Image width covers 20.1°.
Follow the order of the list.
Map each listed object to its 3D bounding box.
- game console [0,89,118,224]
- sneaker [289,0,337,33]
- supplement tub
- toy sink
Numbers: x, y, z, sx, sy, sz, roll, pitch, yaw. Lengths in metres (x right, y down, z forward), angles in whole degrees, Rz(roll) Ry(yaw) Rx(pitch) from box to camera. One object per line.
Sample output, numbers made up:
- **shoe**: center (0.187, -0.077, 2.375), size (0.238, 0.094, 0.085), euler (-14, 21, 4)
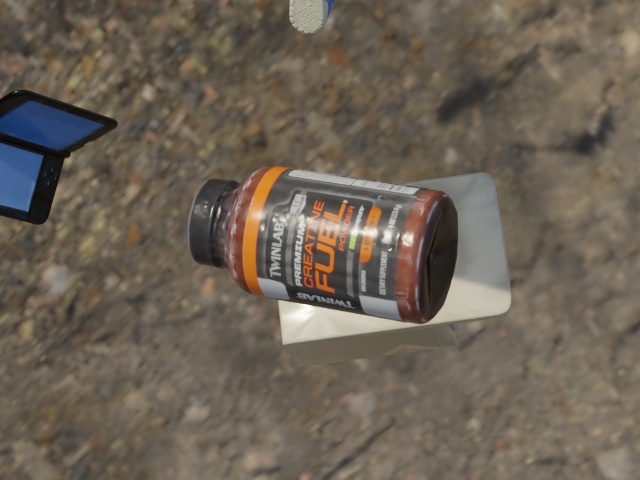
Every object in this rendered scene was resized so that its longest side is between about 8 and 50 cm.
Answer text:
- **game console**: center (-0.248, -0.069, 1.543), size (0.122, 0.071, 0.107), euler (17, 88, -50)
- **sneaker**: center (0.000, -0.313, 2.001), size (0.058, 0.152, 0.084), euler (11, 33, 11)
- **supplement tub**: center (0.000, 0.000, 1.394), size (0.198, 0.106, 0.106), euler (9, 50, 20)
- **toy sink**: center (0.076, 0.033, 1.860), size (0.234, 0.131, 0.153), euler (-9, 74, 6)
